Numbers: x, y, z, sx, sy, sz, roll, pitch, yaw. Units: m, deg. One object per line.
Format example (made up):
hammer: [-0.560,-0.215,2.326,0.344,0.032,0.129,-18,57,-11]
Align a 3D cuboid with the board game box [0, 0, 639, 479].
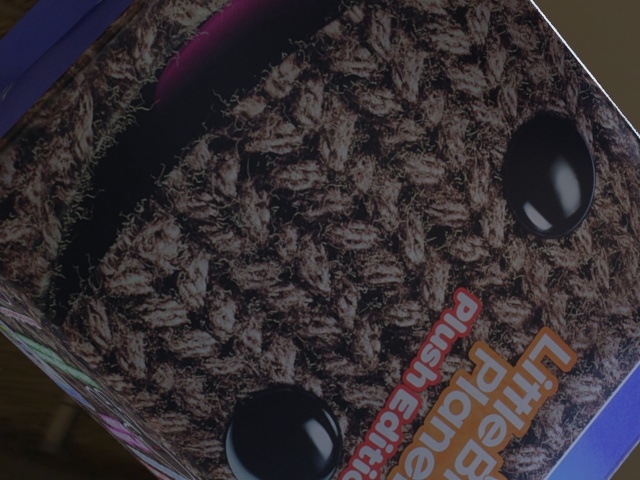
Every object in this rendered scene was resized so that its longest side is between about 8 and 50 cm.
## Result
board game box: [0.000,0.000,0.709,0.232,0.141,0.291,-49,-66,-13]
